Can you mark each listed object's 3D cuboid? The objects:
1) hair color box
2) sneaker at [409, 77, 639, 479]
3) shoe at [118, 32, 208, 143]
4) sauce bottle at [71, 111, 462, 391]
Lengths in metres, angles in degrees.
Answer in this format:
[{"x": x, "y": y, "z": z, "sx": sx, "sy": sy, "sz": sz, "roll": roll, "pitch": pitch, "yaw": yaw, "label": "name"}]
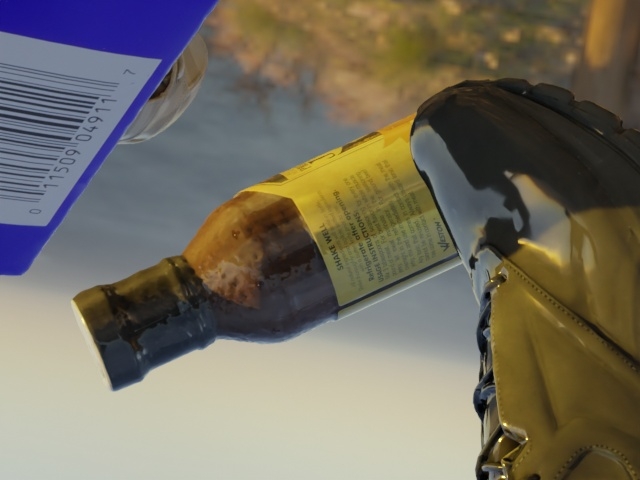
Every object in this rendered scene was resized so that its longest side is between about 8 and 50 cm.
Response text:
[{"x": -0.150, "y": -0.179, "z": 0.752, "sx": 0.110, "sy": 0.339, "sz": 0.185, "roll": 9, "pitch": 141, "yaw": -31, "label": "hair color box"}, {"x": 0.097, "y": 0.062, "z": 0.658, "sx": 0.130, "sy": 0.286, "sz": 0.109, "roll": -28, "pitch": 151, "yaw": -9, "label": "sneaker"}, {"x": -0.111, "y": -0.093, "z": 1.087, "sx": 0.058, "sy": 0.077, "sz": 0.219, "roll": -19, "pitch": -173, "yaw": 27, "label": "shoe"}, {"x": 0.000, "y": 0.000, "z": 1.286, "sx": 0.344, "sy": 0.111, "sz": 0.111, "roll": -24, "pitch": -176, "yaw": -12, "label": "sauce bottle"}]
